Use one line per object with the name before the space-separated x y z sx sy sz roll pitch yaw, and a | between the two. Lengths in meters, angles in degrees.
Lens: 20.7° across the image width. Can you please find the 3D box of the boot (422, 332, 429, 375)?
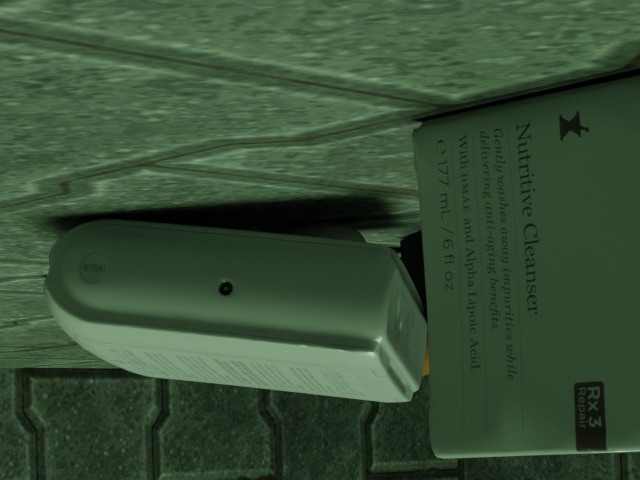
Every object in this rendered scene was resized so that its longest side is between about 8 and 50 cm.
boot | 0.188 0.128 2.412 0.211 0.104 0.295 -10 176 16

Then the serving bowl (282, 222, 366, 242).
serving bowl | 0.000 0.000 1.532 0.083 0.027 0.083 -2 173 0

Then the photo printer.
photo printer | -0.074 0.061 1.498 0.307 0.107 0.256 5 166 12

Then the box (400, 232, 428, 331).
box | 0.171 0.034 1.609 0.156 0.093 0.158 -1 174 -15

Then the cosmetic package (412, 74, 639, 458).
cosmetic package | 0.244 0.012 0.972 0.156 0.217 0.385 4 169 -42
